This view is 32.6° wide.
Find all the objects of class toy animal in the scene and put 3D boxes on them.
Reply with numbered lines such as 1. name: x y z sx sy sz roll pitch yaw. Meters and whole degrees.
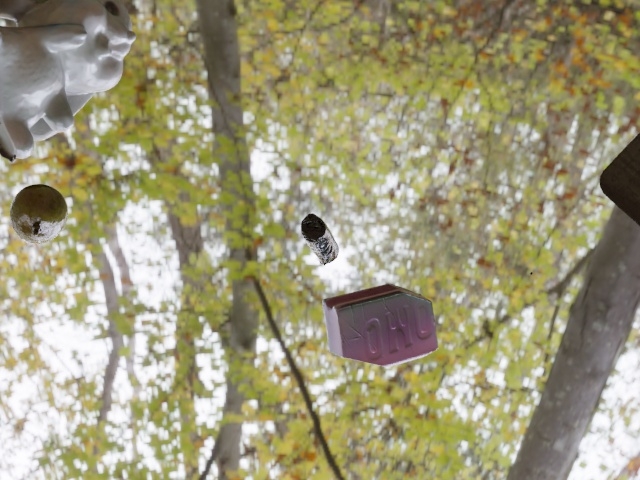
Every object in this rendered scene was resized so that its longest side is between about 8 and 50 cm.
1. toy animal: -0.404 -0.257 1.580 0.174 0.249 0.289 28 -155 36

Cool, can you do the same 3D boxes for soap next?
1. soap: 0.083 0.112 1.423 0.149 0.100 0.056 -12 -166 -21

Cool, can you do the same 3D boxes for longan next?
1. longan: -0.338 -0.028 1.312 0.075 0.075 0.083 -1 -143 -5

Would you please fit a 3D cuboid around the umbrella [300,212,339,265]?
1. umbrella: 0.000 0.002 1.294 0.031 0.133 0.036 28 -97 15

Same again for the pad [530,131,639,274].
1. pad: 0.426 -0.005 1.377 0.323 0.055 0.250 -38 -118 -10
